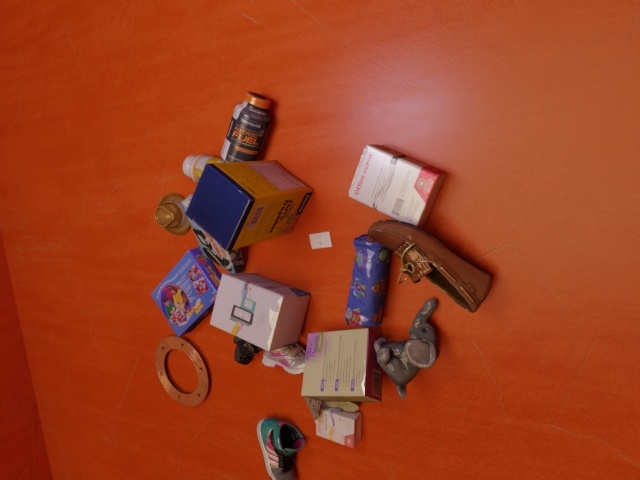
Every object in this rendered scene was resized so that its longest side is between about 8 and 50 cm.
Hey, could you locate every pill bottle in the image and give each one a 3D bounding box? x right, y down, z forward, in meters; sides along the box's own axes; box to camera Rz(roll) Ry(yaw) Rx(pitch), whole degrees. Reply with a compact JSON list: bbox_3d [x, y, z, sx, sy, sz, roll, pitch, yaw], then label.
[{"bbox_3d":[-0.251,-0.385,1.613,0.130,0.130,0.245,33,116,21],"label":"pill bottle"},{"bbox_3d":[-0.412,-0.258,1.746,0.208,0.117,0.117,19,110,26],"label":"pill bottle"}]

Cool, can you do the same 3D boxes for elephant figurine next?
[{"bbox_3d":[0.300,0.330,1.438,0.239,0.169,0.186,-30,114,17],"label":"elephant figurine"}]

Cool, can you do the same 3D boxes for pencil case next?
[{"bbox_3d":[0.151,0.127,1.493,0.133,0.119,0.306,25,116,51],"label":"pencil case"}]

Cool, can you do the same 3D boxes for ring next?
[{"bbox_3d":[-0.629,0.594,2.121,0.337,0.032,0.336,7,103,29],"label":"ring"}]

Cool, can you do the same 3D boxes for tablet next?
[{"bbox_3d":[0.000,0.000,1.621,0.083,0.006,0.054,-8,97,33],"label":"tablet"}]

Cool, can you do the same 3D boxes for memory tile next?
[{"bbox_3d":[-0.028,0.576,1.711,0.148,0.012,0.113,-139,56,-64],"label":"memory tile"}]

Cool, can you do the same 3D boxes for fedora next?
[{"bbox_3d":[-0.627,-0.104,1.933,0.194,0.079,0.194,7,105,29],"label":"fedora"}]

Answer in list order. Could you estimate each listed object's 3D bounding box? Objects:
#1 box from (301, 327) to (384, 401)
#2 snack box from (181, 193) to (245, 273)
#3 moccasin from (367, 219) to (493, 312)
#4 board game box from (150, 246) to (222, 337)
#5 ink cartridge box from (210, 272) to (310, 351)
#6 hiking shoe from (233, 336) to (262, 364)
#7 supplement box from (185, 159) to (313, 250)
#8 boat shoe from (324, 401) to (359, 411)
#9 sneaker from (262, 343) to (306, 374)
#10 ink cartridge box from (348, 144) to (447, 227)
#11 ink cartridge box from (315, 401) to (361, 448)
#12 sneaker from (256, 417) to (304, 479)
[{"bbox_3d":[0.076,0.418,1.545,0.243,0.117,0.213,-12,58,31],"label":"box"},{"bbox_3d":[-0.389,-0.012,1.722,0.187,0.060,0.322,29,150,23],"label":"snack box"},{"bbox_3d":[0.298,0.072,1.335,0.380,0.139,0.147,35,73,1],"label":"moccasin"},{"bbox_3d":[-0.552,0.221,1.961,0.347,0.078,0.233,-42,79,31],"label":"board game box"},{"bbox_3d":[-0.216,0.245,1.671,0.270,0.198,0.197,17,95,27],"label":"ink cartridge box"},{"bbox_3d":[-0.273,0.422,1.811,0.114,0.086,0.227,13,136,10],"label":"hiking shoe"},{"bbox_3d":[-0.221,-0.126,1.517,0.194,0.356,0.195,39,117,18],"label":"supplement box"},{"bbox_3d":[0.081,0.582,1.681,0.137,0.043,0.049,-3,113,31],"label":"boat shoe"},{"bbox_3d":[-0.117,0.418,1.729,0.252,0.103,0.111,2,104,30],"label":"sneaker"},{"bbox_3d":[0.227,-0.167,1.390,0.237,0.100,0.172,28,114,22],"label":"ink cartridge box"},{"bbox_3d":[0.049,0.666,1.705,0.198,0.067,0.115,6,104,31],"label":"ink cartridge box"},{"bbox_3d":[-0.129,0.836,1.825,0.178,0.124,0.295,-24,87,42],"label":"sneaker"}]
